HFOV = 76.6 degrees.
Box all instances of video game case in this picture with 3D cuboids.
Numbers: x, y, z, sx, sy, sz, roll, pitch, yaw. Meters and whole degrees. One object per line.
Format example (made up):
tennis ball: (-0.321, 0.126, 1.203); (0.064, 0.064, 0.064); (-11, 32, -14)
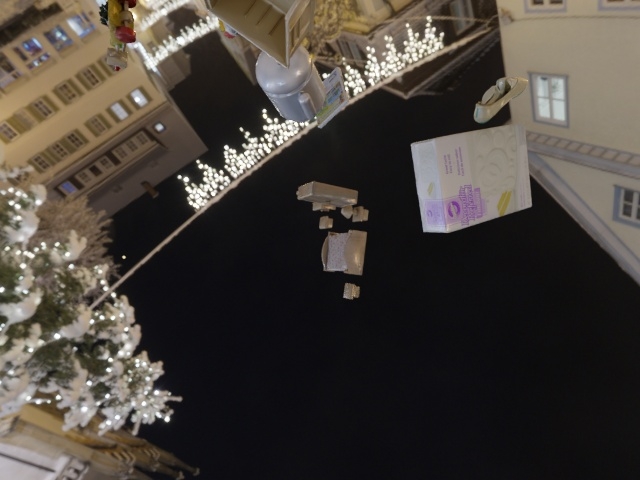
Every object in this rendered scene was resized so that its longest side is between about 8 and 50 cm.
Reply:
video game case: (0.043, -0.710, 2.022); (0.227, 0.026, 0.206); (-32, -117, 44)

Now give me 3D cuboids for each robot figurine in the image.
robot figurine: (-0.104, -0.571, 1.461); (0.200, 0.353, 0.299); (-36, -112, 5)

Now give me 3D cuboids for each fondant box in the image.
fondant box: (0.414, -0.172, 1.091); (0.331, 0.238, 0.096); (-15, -169, -24)

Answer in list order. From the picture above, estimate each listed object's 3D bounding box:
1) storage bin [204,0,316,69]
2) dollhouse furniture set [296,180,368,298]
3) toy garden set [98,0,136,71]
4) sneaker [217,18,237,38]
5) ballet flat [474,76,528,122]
storage bin: (-0.150, -0.584, 0.958); (0.123, 0.262, 0.260); (-54, -176, -2)
dollhouse furniture set: (0.000, 0.000, 1.360); (0.303, 0.174, 0.355); (-4, -102, 65)
toy garden set: (-0.339, -0.385, 0.663); (0.244, 0.049, 0.203); (-10, -100, 58)
sneaker: (-0.317, -0.835, 1.410); (0.093, 0.225, 0.088); (-6, -160, 34)
ballet flat: (0.599, -0.489, 1.344); (0.248, 0.086, 0.086); (-44, -139, -15)
